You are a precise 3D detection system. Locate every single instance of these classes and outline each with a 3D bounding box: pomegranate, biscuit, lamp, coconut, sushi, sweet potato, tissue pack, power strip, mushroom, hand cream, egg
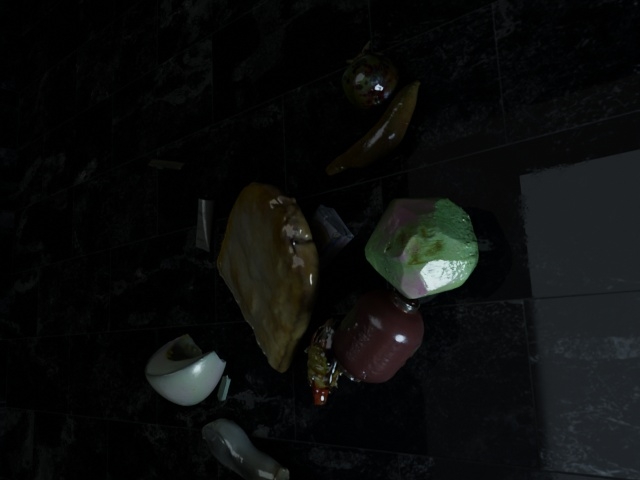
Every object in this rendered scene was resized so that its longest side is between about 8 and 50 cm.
[{"bbox_3d":[0.128,-0.404,1.412,0.148,0.148,0.169,-26,34,36],"label":"pomegranate"},{"bbox_3d":[-0.141,0.059,1.545,0.429,0.104,0.446,52,136,37],"label":"biscuit"},{"bbox_3d":[0.131,0.219,1.301,0.180,0.180,0.258,51,120,33],"label":"lamp"},{"bbox_3d":[0.209,0.009,1.213,0.204,0.235,0.236,-110,42,-73],"label":"coconut"},{"bbox_3d":[0.009,0.305,1.444,0.097,0.103,0.226,12,90,15],"label":"sushi"},{"bbox_3d":[0.136,-0.248,1.417,0.346,0.079,0.108,-40,32,32],"label":"sweet potato"},{"bbox_3d":[0.000,0.000,1.506,0.155,0.065,0.115,-49,54,25],"label":"tissue pack"},{"bbox_3d":[-0.296,0.452,1.740,0.027,0.017,0.083,25,101,39],"label":"power strip"},{"bbox_3d":[-0.217,0.609,1.605,0.351,0.097,0.109,24,103,36],"label":"mushroom"},{"bbox_3d":[-0.380,-0.062,1.862,0.087,0.054,0.186,15,101,46],"label":"hand cream"},{"bbox_3d":[-0.415,0.419,1.745,0.271,0.206,0.162,-1,116,50],"label":"egg"}]

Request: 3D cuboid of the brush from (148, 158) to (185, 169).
[{"bbox_3d":[-0.556,-0.271,2.055,0.190,0.027,0.034,10,55,37],"label":"brush"}]
